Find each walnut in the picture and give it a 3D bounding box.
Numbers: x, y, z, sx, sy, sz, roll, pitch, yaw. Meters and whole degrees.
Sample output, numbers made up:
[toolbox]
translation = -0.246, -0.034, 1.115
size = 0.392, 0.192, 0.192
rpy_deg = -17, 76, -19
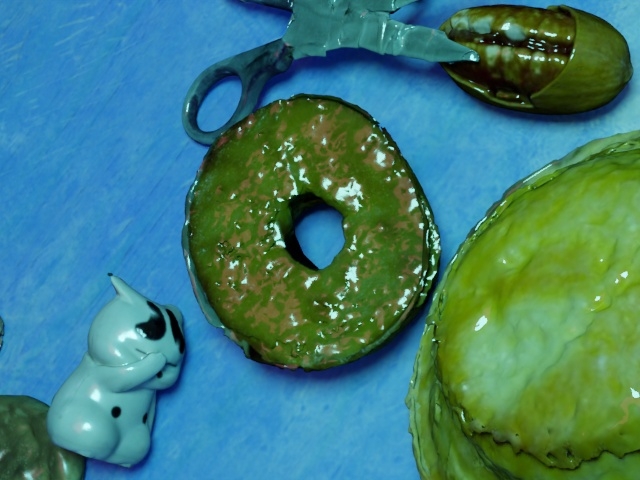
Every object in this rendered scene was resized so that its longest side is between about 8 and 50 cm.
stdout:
[walnut]
translation = 0.193, -0.175, 1.049
size = 0.207, 0.116, 0.116
rpy_deg = 14, 79, 29

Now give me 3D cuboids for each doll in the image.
[doll]
translation = -0.201, 0.140, 1.112
size = 0.107, 0.110, 0.181
rpy_deg = 24, 84, 43

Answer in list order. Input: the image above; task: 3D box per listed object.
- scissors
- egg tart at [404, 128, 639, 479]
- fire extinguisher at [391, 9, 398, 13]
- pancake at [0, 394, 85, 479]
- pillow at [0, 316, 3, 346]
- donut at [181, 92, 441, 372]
[scissors]
translation = 0.009, -0.226, 1.120
size = 0.383, 0.029, 0.256
rpy_deg = 2, 82, 40
[egg tart]
translation = 0.231, 0.069, 0.864
size = 0.443, 0.178, 0.443
rpy_deg = -24, 49, 30
[fire extinguisher]
translation = 0.105, -0.334, 1.145
size = 0.118, 0.093, 0.294
rpy_deg = 31, 87, 42
[pancake]
translation = -0.349, 0.279, 1.165
size = 0.222, 0.042, 0.236
rpy_deg = 41, 90, 30
[pillow]
translation = -0.459, 0.110, 1.267
size = 0.211, 0.034, 0.135
rpy_deg = 25, 81, 25
[donut]
translation = 0.000, 0.000, 1.084
size = 0.272, 0.107, 0.272
rpy_deg = -5, 77, 22
